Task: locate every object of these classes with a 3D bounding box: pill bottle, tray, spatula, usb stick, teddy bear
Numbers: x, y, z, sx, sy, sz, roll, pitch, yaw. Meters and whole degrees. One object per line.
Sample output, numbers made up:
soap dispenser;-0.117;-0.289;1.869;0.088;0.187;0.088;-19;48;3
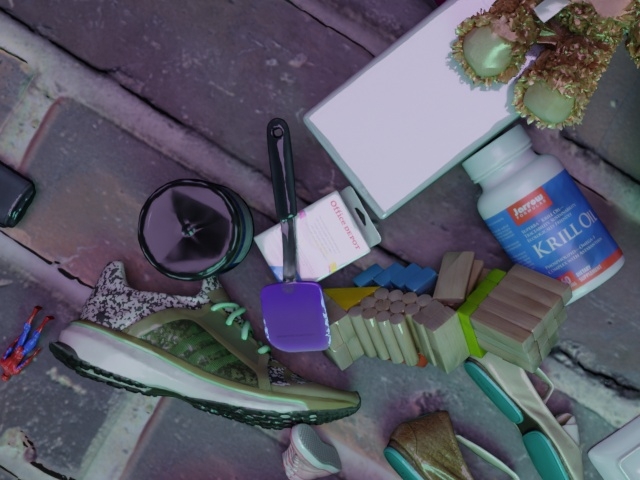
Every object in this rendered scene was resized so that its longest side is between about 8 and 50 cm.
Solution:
pill bottle;0.279;-0.032;1.360;0.124;0.124;0.221;-35;89;3
pill bottle;-0.148;-0.013;1.336;0.122;0.219;0.123;0;91;3
tray;0.490;0.352;1.401;0.145;0.030;0.270;-36;89;2
spatula;-0.042;-0.005;1.333;0.084;0.030;0.297;-5;91;9
usb stick;-0.514;-0.114;1.442;0.278;0.045;0.077;33;93;3
teddy bear;0.292;-0.283;1.150;0.245;0.113;0.338;21;100;9

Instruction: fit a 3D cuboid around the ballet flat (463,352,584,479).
ballet flat;0.288;0.230;1.391;0.086;0.086;0.248;-35;88;3

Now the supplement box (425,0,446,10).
supplement box;0.127;-0.406;1.370;0.114;0.111;0.220;-43;89;2

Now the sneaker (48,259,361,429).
sneaker;-0.135;0.129;1.387;0.410;0.158;0.182;16;74;-2

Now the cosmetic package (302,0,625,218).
cosmetic package;0.206;-0.223;1.310;0.453;0.230;0.161;-37;89;4

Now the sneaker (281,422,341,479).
sneaker;-0.027;0.283;1.386;0.070;0.134;0.051;-20;57;13

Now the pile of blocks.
pile of blocks;0.146;0.104;1.377;0.362;0.149;0.113;1;136;25

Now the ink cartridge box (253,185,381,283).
ink cartridge box;0.000;0.000;1.392;0.143;0.090;0.092;-29;89;3

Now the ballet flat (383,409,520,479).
ballet flat;0.225;0.365;1.389;0.124;0.116;0.342;-36;85;-16

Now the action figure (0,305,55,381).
action figure;-0.404;0.145;1.448;0.038;0.030;0.115;35;97;8
